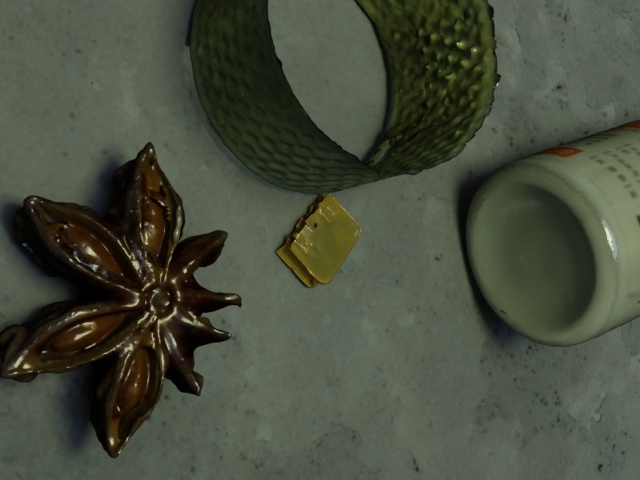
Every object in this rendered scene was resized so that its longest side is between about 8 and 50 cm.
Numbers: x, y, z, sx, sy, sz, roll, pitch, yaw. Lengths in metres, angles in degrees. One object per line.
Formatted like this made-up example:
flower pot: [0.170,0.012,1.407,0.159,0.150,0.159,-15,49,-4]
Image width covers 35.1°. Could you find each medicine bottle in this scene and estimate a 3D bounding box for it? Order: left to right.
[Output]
medicine bottle: [0.362,-0.030,1.163,0.371,0.211,0.211,-19,99,-35]

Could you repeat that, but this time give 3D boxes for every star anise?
star anise: [-0.175,0.050,0.843,0.220,0.099,0.214,-44,99,-24]

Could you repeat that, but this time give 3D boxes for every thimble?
thimble: [0.021,-0.178,0.950,0.270,0.150,0.271,6,79,-35]

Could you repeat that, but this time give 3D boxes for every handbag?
handbag: [0.000,0.000,1.011,0.061,0.027,0.083,46,58,-21]
